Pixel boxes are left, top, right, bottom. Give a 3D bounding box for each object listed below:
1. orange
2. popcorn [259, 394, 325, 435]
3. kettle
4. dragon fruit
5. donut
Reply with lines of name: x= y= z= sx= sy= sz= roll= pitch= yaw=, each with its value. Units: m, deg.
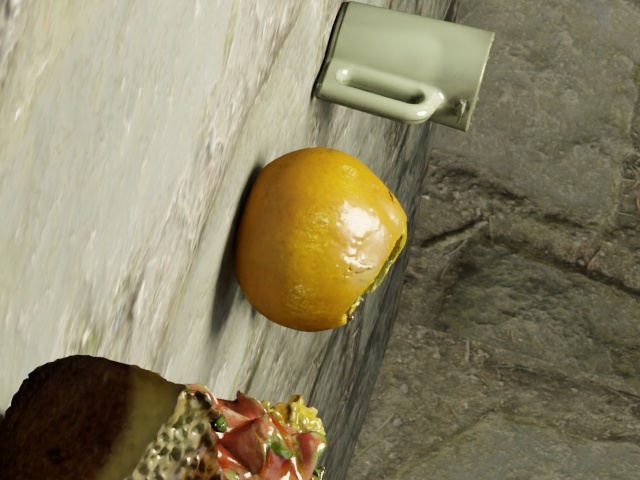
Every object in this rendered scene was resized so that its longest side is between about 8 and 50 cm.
orange: x=0.000 y=0.000 z=1.568 sx=0.155 sy=0.134 sz=0.154 roll=9 pitch=90 yaw=-80
popcorn: x=-0.036 y=0.196 z=1.981 sx=0.057 sy=0.082 sz=0.083 roll=71 pitch=41 yaw=-83
kettle: x=0.079 y=-0.156 z=1.826 sx=0.098 sy=0.148 sz=0.127 roll=95 pitch=11 yaw=-72
dragon fruit: x=-0.081 y=0.167 z=1.339 sx=0.236 sy=0.135 sz=0.137 roll=31 pitch=72 yaw=-62
donut: x=-0.111 y=0.149 z=0.927 sx=0.112 sy=0.151 sz=0.295 roll=-56 pitch=154 yaw=-26
